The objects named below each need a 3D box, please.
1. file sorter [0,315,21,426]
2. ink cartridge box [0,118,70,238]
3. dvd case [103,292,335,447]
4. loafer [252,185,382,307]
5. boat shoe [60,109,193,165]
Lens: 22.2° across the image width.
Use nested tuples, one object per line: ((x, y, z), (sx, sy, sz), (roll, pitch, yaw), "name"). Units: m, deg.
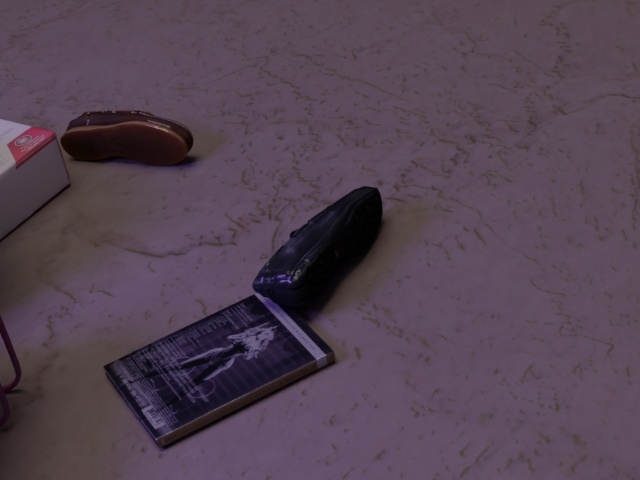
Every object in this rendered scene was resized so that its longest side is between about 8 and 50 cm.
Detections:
((-0.451, 0.188, 1.738), (0.202, 0.182, 0.290), (-9, 34, 10), "file sorter")
((-0.478, -0.093, 2.229), (0.218, 0.092, 0.158), (16, 44, 34), "ink cartridge box")
((-0.116, 0.139, 1.834), (0.221, 0.018, 0.164), (-26, 35, -16), "dvd case")
((0.000, 0.000, 1.933), (0.078, 0.076, 0.223), (10, 38, 31), "loafer")
((-0.261, -0.152, 2.251), (0.207, 0.073, 0.073), (7, 41, 27), "boat shoe")
